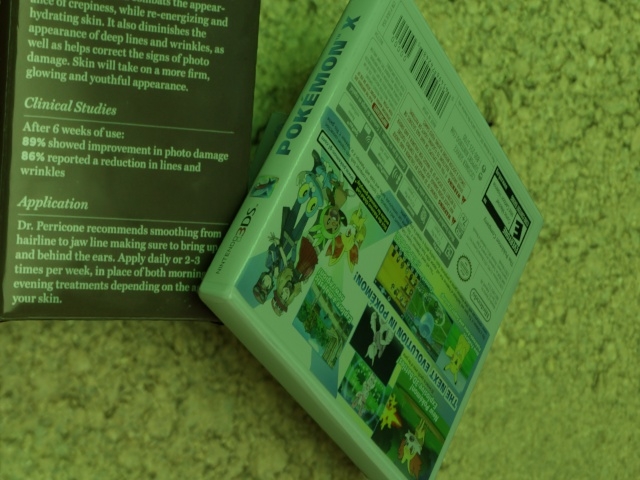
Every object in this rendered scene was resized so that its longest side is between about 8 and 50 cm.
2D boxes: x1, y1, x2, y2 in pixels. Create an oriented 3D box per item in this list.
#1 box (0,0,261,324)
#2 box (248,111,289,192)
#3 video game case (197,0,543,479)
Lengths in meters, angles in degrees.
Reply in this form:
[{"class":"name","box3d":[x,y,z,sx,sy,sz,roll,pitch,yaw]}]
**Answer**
[{"class":"box","box3d":[-0.156,-0.135,1.062,0.191,0.143,0.381,3,94,-32]},{"class":"box","box3d":[0.000,0.000,1.194,0.186,0.038,0.145,32,76,-49]},{"class":"video game case","box3d":[0.058,0.009,1.181,0.329,0.036,0.300,52,55,-44]}]
